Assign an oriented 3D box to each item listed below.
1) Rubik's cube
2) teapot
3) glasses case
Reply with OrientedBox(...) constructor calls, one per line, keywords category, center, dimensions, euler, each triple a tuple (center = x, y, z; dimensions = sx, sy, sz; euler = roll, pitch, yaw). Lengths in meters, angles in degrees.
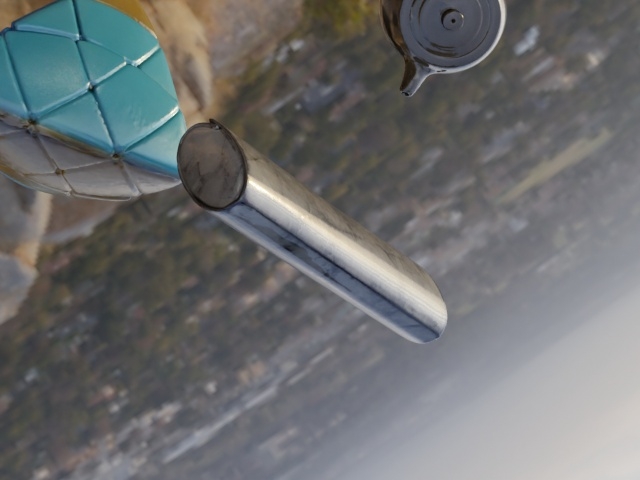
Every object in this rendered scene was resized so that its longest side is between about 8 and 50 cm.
OrientedBox(category="Rubik's cube", center=(-0.214, -0.151, 1.361), dimensions=(0.254, 0.254, 0.254), euler=(-33, 168, -8))
OrientedBox(category="teapot", center=(0.078, -0.140, 0.787), dimensions=(0.121, 0.076, 0.068), euler=(-59, -169, 14))
OrientedBox(category="glasses case", center=(0.000, 0.000, 1.183), dimensions=(0.060, 0.114, 0.299), euler=(-45, 135, 12))
